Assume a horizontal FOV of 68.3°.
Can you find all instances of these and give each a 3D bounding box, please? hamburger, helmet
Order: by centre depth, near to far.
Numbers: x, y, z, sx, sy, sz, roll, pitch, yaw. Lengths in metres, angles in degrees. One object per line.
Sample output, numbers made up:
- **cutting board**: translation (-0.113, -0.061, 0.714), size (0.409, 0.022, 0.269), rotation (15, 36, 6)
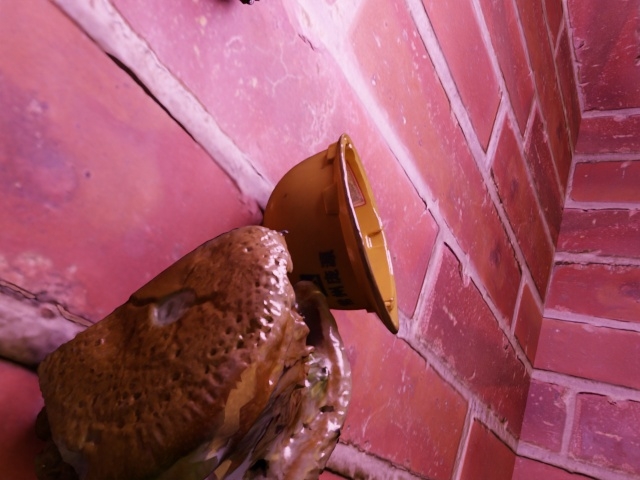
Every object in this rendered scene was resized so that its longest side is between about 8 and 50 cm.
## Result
- **hamburger**: translation (-0.089, 0.139, 0.368), size (0.288, 0.192, 0.167), rotation (-38, 134, -8)
- **helmet**: translation (0.000, 0.000, 0.545), size (0.257, 0.140, 0.205), rotation (-83, 153, -56)

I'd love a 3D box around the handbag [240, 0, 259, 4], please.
- **handbag**: translation (-0.084, -0.304, 0.493), size (0.072, 0.047, 0.111), rotation (-25, 111, -48)
